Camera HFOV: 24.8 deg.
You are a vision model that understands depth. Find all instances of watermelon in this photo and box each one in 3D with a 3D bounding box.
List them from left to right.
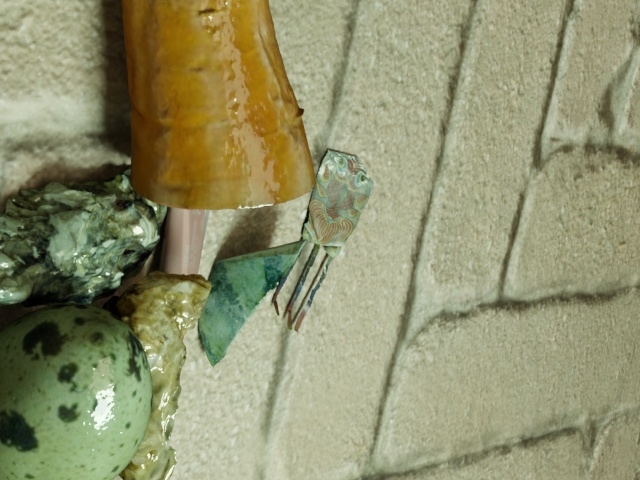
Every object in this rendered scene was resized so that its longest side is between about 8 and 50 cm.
[{"bbox_3d":[-0.084,0.059,1.662,0.180,0.081,0.094,-49,159,-2],"label":"watermelon"}]

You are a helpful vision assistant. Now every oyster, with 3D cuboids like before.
[{"bbox_3d":[-0.236,-0.003,1.431,0.199,0.087,0.252,-62,156,-10],"label":"oyster"},{"bbox_3d":[-0.189,0.138,1.508,0.107,0.161,0.233,11,105,-32],"label":"oyster"}]

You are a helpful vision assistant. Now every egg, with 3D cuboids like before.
[{"bbox_3d":[-0.243,0.147,1.369,0.177,0.177,0.228,-31,167,-41],"label":"egg"}]

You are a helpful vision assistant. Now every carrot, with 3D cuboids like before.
[{"bbox_3d":[-0.103,-0.170,1.416,0.196,0.196,0.254,-24,119,-45],"label":"carrot"}]

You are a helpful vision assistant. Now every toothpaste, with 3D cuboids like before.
[{"bbox_3d":[-0.146,-0.013,1.566,0.067,0.043,0.194,6,96,-49],"label":"toothpaste"}]

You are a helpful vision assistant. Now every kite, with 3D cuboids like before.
[{"bbox_3d":[-0.002,-0.001,1.785,0.127,0.016,0.229,38,73,-51],"label":"kite"}]
